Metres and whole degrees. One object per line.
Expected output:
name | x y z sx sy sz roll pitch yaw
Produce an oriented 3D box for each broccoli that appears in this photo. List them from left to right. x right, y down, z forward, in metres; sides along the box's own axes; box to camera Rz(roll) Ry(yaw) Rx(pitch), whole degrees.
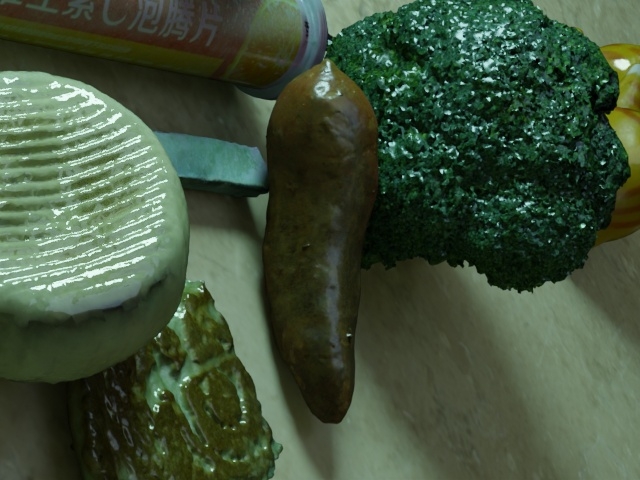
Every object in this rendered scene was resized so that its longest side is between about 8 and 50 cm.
broccoli | 0.121 -0.078 1.583 0.308 0.275 0.307 6 61 -10

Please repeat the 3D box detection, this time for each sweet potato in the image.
sweet potato | 0.000 0.001 1.442 0.097 0.097 0.291 9 80 -56

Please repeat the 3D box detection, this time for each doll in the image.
doll | 0.324 -0.110 2.010 0.269 0.162 0.166 -81 166 -54

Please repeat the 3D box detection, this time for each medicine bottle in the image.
medicine bottle | -0.157 -0.178 1.349 0.426 0.108 0.108 3 65 -55

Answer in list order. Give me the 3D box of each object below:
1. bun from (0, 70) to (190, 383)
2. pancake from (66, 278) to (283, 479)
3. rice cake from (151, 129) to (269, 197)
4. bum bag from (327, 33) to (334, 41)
bun | -0.187 0.001 1.143 0.222 0.127 0.222 13 53 -18
pancake | -0.104 0.127 1.238 0.197 0.054 0.376 26 47 -41
rice cake | -0.110 -0.061 1.393 0.211 0.034 0.043 6 71 -57
bum bag | -0.035 -0.204 1.612 0.124 0.058 0.034 34 65 -43
